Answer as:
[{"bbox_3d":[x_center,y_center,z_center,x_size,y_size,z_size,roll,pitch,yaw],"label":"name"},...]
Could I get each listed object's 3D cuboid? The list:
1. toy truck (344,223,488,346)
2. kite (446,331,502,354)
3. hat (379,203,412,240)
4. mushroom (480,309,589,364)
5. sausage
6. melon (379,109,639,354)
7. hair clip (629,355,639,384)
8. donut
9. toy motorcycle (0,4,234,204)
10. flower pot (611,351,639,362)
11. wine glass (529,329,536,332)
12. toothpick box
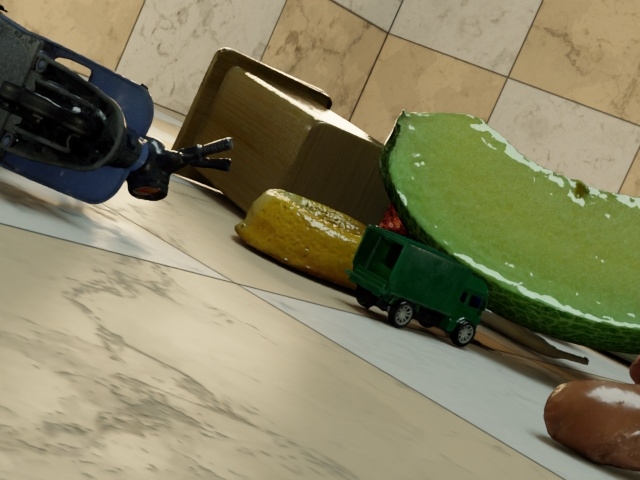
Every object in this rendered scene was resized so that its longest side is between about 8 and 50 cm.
[{"bbox_3d":[0.097,0.046,1.215,0.147,0.079,0.065,23,4,-41],"label":"toy truck"},{"bbox_3d":[0.134,0.092,1.330,0.122,0.004,0.090,24,4,2],"label":"kite"},{"bbox_3d":[0.132,-0.044,1.767,0.140,0.129,0.227,-12,2,-29],"label":"hat"},{"bbox_3d":[0.184,0.081,1.523,0.306,0.043,0.068,27,23,17],"label":"mushroom"},{"bbox_3d":[0.303,0.165,0.968,0.304,0.078,0.078,22,5,-22],"label":"sausage"},{"bbox_3d":[0.228,-0.014,1.378,0.343,0.226,0.331,11,22,7],"label":"melon"},{"bbox_3d":[0.420,0.151,1.499,0.123,0.102,0.138,29,5,12],"label":"hair clip"},{"bbox_3d":[0.000,0.000,1.316,0.178,0.065,0.162,22,6,-34],"label":"donut"},{"bbox_3d":[-0.242,-0.117,1.077,0.358,0.125,0.212,26,2,44],"label":"toy motorcycle"},{"bbox_3d":[0.501,0.083,1.939,0.189,0.239,0.209,27,34,20],"label":"flower pot"},{"bbox_3d":[0.218,0.044,1.610,0.204,0.111,0.111,23,3,44],"label":"wine glass"},{"bbox_3d":[-0.040,-0.103,1.620,0.190,0.188,0.308,22,9,-31],"label":"toothpick box"}]
